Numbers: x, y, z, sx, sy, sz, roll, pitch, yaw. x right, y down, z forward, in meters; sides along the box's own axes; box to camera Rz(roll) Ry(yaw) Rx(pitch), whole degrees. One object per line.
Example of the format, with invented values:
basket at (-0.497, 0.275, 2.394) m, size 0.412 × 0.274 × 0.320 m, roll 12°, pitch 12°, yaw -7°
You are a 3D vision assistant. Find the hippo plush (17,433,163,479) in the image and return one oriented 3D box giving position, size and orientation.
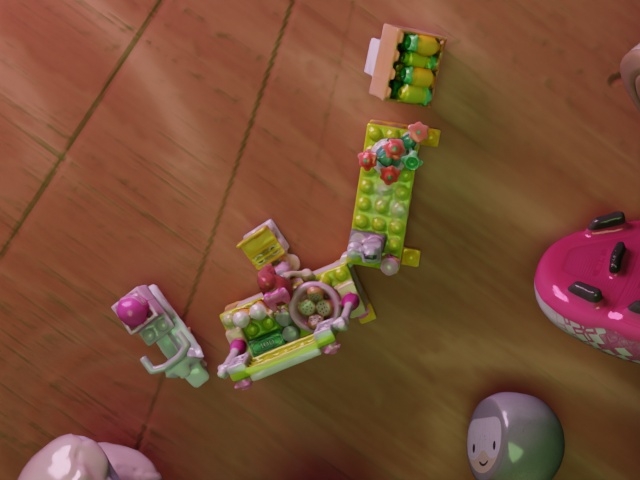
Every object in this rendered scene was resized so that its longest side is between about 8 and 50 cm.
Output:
hippo plush at (-0.070, 0.266, 0.911) m, size 0.236 × 0.234 × 0.294 m, roll 2°, pitch 101°, yaw 7°

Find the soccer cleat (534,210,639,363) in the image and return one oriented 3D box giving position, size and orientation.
soccer cleat at (0.297, 0.067, 0.893) m, size 0.331 × 0.116 × 0.143 m, roll 4°, pitch 133°, yaw 17°

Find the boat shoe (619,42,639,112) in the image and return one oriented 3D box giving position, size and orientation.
boat shoe at (0.291, -0.033, 0.770) m, size 0.285 × 0.103 × 0.092 m, roll 37°, pitch 84°, yaw 4°

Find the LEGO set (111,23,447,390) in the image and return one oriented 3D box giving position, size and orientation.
LEGO set at (0.000, 0.000, 0.915) m, size 0.132 × 0.107 × 0.287 m, roll 44°, pitch 103°, yaw -3°

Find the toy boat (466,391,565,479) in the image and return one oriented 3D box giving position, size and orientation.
toy boat at (0.235, 0.158, 0.877) m, size 0.318 × 0.267 × 0.148 m, roll -6°, pitch 71°, yaw 26°
